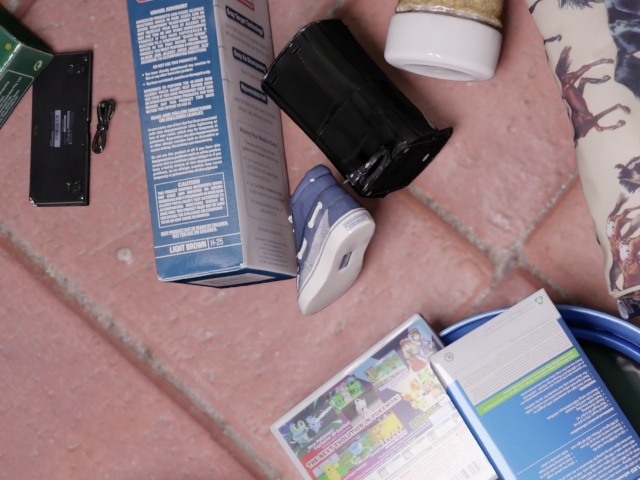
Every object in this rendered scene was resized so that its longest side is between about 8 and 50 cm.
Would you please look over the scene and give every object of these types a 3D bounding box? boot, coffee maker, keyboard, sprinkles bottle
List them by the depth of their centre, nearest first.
[{"bbox_3d":[0.032,-0.143,1.617,0.120,0.171,0.178,-44,76,6],"label":"coffee maker"},{"bbox_3d":[0.156,-0.351,1.626,0.121,0.121,0.356,10,88,17],"label":"sprinkles bottle"},{"bbox_3d":[0.000,0.000,1.627,0.069,0.190,0.086,-24,67,-30],"label":"boot"},{"bbox_3d":[-0.286,-0.129,1.789,0.108,0.023,0.180,-1,86,23],"label":"keyboard"}]

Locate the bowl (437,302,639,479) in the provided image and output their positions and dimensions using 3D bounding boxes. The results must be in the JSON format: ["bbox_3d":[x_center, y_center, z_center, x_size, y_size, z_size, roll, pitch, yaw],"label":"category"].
[{"bbox_3d":[0.231,0.260,1.573,0.391,0.077,0.391,-2,84,16],"label":"bowl"}]

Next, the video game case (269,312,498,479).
[{"bbox_3d":[0.076,0.206,1.573,0.201,0.023,0.183,-38,76,11],"label":"video game case"}]

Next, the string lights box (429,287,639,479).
[{"bbox_3d":[0.228,0.193,1.486,0.133,0.077,0.260,-31,77,-2],"label":"string lights box"}]

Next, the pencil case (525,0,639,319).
[{"bbox_3d":[0.315,-0.136,1.533,0.159,0.183,0.410,-16,79,9],"label":"pencil case"}]

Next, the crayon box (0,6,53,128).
[{"bbox_3d":[-0.498,-0.240,1.820,0.323,0.083,0.203,40,101,18],"label":"crayon box"}]

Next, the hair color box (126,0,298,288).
[{"bbox_3d":[-0.116,-0.128,1.658,0.105,0.174,0.347,-9,82,17],"label":"hair color box"}]
